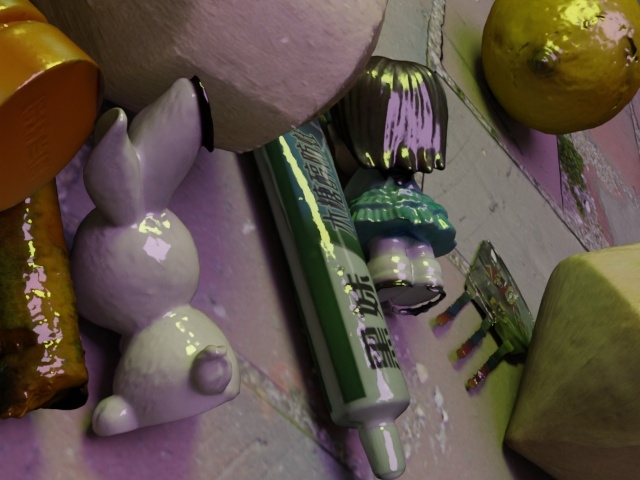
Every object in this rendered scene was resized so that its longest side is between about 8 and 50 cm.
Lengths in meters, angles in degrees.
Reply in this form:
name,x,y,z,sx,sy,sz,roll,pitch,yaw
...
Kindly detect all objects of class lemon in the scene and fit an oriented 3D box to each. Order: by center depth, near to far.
name,x,y,z,sx,sy,sz,roll,pitch,yaw
lemon,0.341,-0.275,1.297,0.228,0.228,0.253,39,41,-31

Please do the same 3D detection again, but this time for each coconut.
name,x,y,z,sx,sy,sz,roll,pitch,yaw
coconut,-0.087,-0.191,0.599,0.266,0.237,0.237,32,40,-44
coconut,0.329,0.149,0.900,0.329,0.329,0.328,36,38,-35

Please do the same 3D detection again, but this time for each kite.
name,x,y,z,sx,sy,sz,roll,pitch,yaw
kite,0.181,0.081,0.977,0.141,0.015,0.245,59,30,2

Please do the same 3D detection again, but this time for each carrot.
name,x,y,z,sx,sy,sz,roll,pitch,yaw
carrot,-0.171,-0.029,0.501,0.070,0.070,0.260,12,56,-51

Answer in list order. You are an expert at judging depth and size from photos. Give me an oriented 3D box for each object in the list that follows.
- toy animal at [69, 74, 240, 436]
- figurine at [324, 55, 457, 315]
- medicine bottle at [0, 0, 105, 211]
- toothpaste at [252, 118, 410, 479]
name,x,y,z,sx,sy,sz,roll,pitch,yaw
toy animal,-0.091,0.008,0.541,0.131,0.127,0.181,-18,91,-52
figurine,0.056,-0.061,0.832,0.138,0.110,0.245,11,60,-30
medicine bottle,-0.203,-0.107,0.440,0.192,0.096,0.096,40,30,7
toothpaste,0.000,0.000,0.734,0.099,0.061,0.392,13,52,-48
